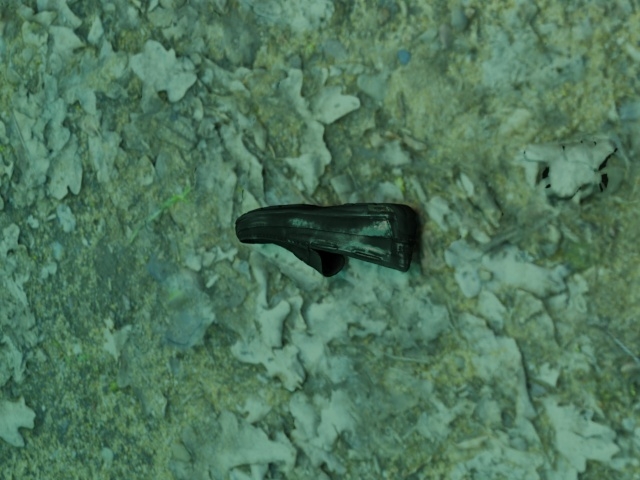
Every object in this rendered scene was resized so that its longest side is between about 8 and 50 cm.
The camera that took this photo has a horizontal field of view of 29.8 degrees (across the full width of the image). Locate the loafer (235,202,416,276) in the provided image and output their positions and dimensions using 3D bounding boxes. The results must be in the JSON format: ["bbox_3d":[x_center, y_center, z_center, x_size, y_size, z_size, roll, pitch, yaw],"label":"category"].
[{"bbox_3d":[0.000,0.000,1.289,0.223,0.076,0.078,0,88,34],"label":"loafer"}]
